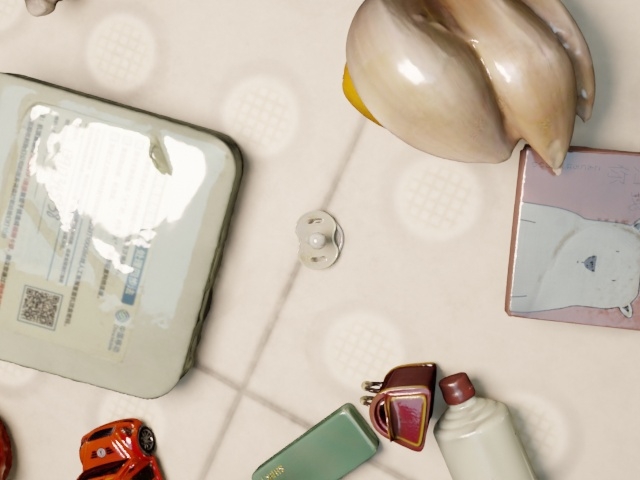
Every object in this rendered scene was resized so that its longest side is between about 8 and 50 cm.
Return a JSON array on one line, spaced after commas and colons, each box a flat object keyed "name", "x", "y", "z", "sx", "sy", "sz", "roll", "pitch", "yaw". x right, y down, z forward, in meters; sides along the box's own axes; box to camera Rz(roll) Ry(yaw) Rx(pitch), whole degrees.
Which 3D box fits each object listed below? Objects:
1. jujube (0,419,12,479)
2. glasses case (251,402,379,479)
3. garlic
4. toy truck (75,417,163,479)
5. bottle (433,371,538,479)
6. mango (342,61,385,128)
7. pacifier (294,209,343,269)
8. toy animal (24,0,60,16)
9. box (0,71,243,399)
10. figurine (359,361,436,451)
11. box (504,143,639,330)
[{"name": "jujube", "x": -0.601, "y": 0.363, "z": 0.986, "sx": 0.232, "sy": 0.213, "sz": 0.212, "roll": -24, "pitch": 89, "yaw": 19}, {"name": "glasses case", "x": -0.008, "y": 0.316, "z": 0.914, "sx": 0.184, "sy": 0.039, "sz": 0.077, "roll": -39, "pitch": 85, "yaw": 14}, {"name": "garlic", "x": 0.168, "y": -0.221, "z": 0.731, "sx": 0.279, "sy": 0.132, "sz": 0.325, "roll": -18, "pitch": 67, "yaw": -8}, {"name": "toy truck", "x": -0.290, "y": 0.403, "z": 0.951, "sx": 0.108, "sy": 0.114, "sz": 0.252, "roll": -20, "pitch": 91, "yaw": 16}, {"name": "bottle", "x": 0.217, "y": 0.290, "z": 0.825, "sx": 0.104, "sy": 0.104, "sz": 0.245, "roll": -22, "pitch": 90, "yaw": 14}, {"name": "mango", "x": 0.115, "y": -0.188, "z": 0.824, "sx": 0.184, "sy": 0.085, "sz": 0.102, "roll": 23, "pitch": 99, "yaw": 0}, {"name": "pacifier", "x": 0.000, "y": 0.000, "z": 0.875, "sx": 0.068, "sy": 0.064, "sz": 0.083, "roll": -5, "pitch": 94, "yaw": -4}, {"name": "toy animal", "x": -0.411, "y": -0.477, "z": 0.875, "sx": 0.303, "sy": 0.194, "sz": 0.344, "roll": -6, "pitch": 90, "yaw": 8}, {"name": "box", "x": -0.337, "y": -0.005, "z": 0.904, "sx": 0.397, "sy": 0.111, "sz": 0.395, "roll": 17, "pitch": 99, "yaw": -2}, {"name": "figurine", "x": 0.096, "y": 0.207, "z": 0.821, "sx": 0.098, "sy": 0.154, "sz": 0.082, "roll": 10, "pitch": 98, "yaw": 16}, {"name": "box", "x": 0.345, "y": -0.005, "z": 0.779, "sx": 0.215, "sy": 0.086, "sz": 0.215, "roll": 5, "pitch": 96, "yaw": 13}]
